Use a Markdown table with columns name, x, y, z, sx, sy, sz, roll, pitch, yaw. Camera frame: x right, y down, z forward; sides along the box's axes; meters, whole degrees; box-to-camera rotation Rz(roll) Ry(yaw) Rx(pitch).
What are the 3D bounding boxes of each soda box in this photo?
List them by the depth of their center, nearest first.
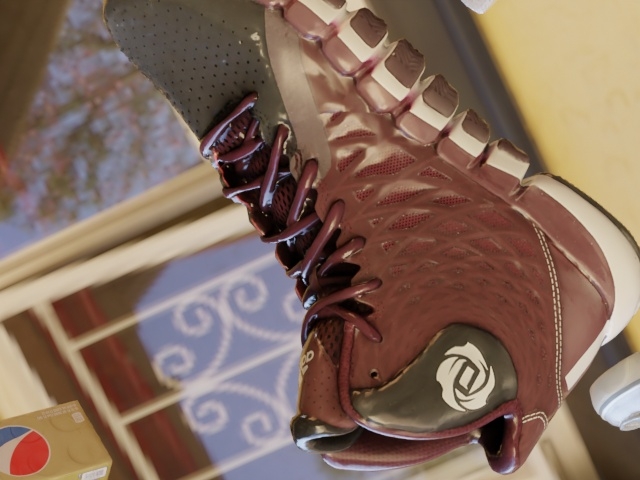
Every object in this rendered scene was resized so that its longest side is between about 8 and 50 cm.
| name | x | y | z | sx | sy | sz | roll | pitch | yaw |
| --- | --- | --- | --- | --- | --- | --- | --- | --- | --- |
| soda box | -0.239 | 0.169 | 1.134 | 0.061 | 0.181 | 0.058 | 54 | 140 | 33 |

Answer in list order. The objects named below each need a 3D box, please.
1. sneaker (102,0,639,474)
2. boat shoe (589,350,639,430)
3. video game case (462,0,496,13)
| name | x | y | z | sx | sy | sz | roll | pitch | yaw |
| --- | --- | --- | --- | --- | --- | --- | --- | --- | --- |
| sneaker | 0.000 | 0.000 | 0.717 | 0.281 | 0.162 | 0.106 | 34 | 153 | -4 |
| boat shoe | 0.250 | 0.092 | 1.011 | 0.079 | 0.227 | 0.081 | -4 | -107 | -33 |
| video game case | 0.174 | -0.242 | 1.050 | 0.023 | 0.201 | 0.183 | 39 | -152 | 3 |
